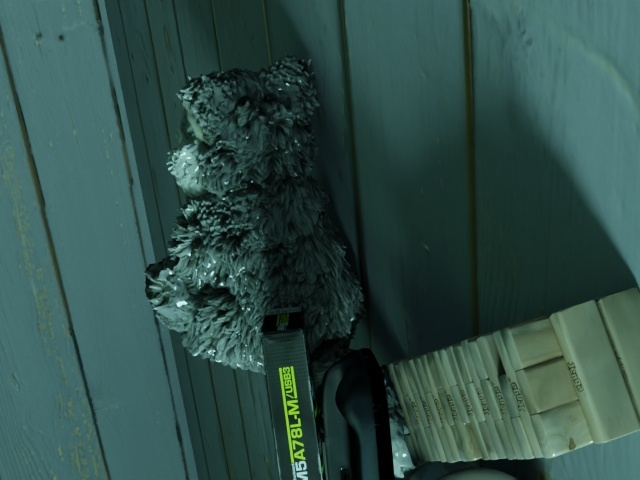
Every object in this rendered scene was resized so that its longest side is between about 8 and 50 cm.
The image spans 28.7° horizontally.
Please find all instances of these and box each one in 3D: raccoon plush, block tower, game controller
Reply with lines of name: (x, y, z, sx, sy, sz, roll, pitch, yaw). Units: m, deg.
raccoon plush: (0.000, 0.000, 1.337, 0.446, 0.216, 0.299, 32, 129, 23)
block tower: (0.141, 0.111, 0.946, 0.335, 0.091, 0.097, 135, 119, -73)
game controller: (0.049, 0.257, 1.081, 0.166, 0.067, 0.319, -160, 64, -78)

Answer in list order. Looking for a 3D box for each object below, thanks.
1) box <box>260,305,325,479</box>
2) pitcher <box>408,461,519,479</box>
box: (-0.023, 0.162, 1.172, 0.191, 0.045, 0.184, -103, 8, -86)
pitcher: (0.142, 0.282, 1.082, 0.207, 0.125, 0.178, 120, 127, -83)
